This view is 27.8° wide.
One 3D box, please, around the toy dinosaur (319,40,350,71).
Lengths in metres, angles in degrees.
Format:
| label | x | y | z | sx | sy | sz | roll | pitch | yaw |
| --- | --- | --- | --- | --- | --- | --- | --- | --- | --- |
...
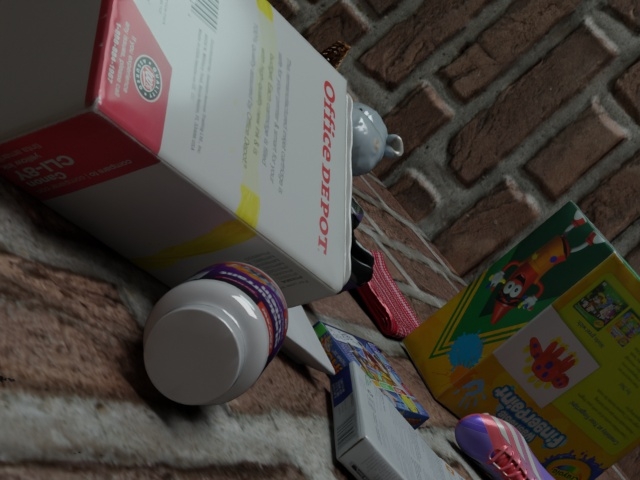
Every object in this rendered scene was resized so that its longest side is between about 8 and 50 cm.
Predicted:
| label | x | y | z | sx | sy | sz | roll | pitch | yaw |
| --- | --- | --- | --- | --- | --- | --- | --- | --- | --- |
| toy dinosaur | -0.080 | -0.243 | 2.029 | 0.218 | 0.322 | 0.164 | 0 | 51 | -43 |

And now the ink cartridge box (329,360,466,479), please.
| label | x | y | z | sx | sy | sz | roll | pitch | yaw |
| --- | --- | --- | --- | --- | --- | --- | --- | --- | --- |
| ink cartridge box | 0.099 | 0.263 | 1.460 | 0.224 | 0.045 | 0.223 | 47 | 9 | -12 |

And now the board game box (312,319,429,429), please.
| label | x | y | z | sx | sy | sz | roll | pitch | yaw |
| --- | --- | --- | --- | --- | --- | --- | --- | --- | --- |
| board game box | 0.061 | 0.178 | 1.675 | 0.136 | 0.035 | 0.201 | 52 | 10 | 24 |

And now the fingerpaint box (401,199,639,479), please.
| label | x | y | z | sx | sy | sz | roll | pitch | yaw |
| --- | --- | --- | --- | --- | --- | --- | --- | --- | --- |
| fingerpaint box | 0.418 | 0.200 | 2.204 | 0.445 | 0.371 | 0.163 | 40 | 14 | -39 |

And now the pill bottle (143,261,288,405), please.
| label | x | y | z | sx | sy | sz | roll | pitch | yaw |
| --- | --- | --- | --- | --- | --- | --- | --- | --- | --- |
| pill bottle | -0.092 | 0.082 | 1.121 | 0.108 | 0.108 | 0.193 | 48 | 9 | -1 |

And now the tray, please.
| label | x | y | z | sx | sy | sz | roll | pitch | yaw |
| --- | --- | --- | --- | --- | --- | --- | --- | --- | --- |
| tray | -0.073 | 0.057 | 1.571 | 0.145 | 0.030 | 0.270 | 41 | 12 | -35 |

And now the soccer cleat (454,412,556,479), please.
| label | x | y | z | sx | sy | sz | roll | pitch | yaw |
| --- | --- | --- | --- | --- | --- | --- | --- | --- | --- |
| soccer cleat | 0.292 | 0.349 | 1.924 | 0.248 | 0.083 | 0.095 | 47 | 13 | -26 |

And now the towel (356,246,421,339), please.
| label | x | y | z | sx | sy | sz | roll | pitch | yaw |
| --- | --- | --- | --- | --- | --- | --- | --- | --- | --- |
| towel | 0.107 | 0.086 | 2.230 | 0.199 | 0.031 | 0.275 | 60 | 11 | 16 |

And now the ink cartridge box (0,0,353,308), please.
| label | x | y | z | sx | sy | sz | roll | pitch | yaw |
| --- | --- | --- | --- | --- | --- | --- | --- | --- | --- |
| ink cartridge box | -0.135 | -0.123 | 1.281 | 0.384 | 0.160 | 0.279 | 39 | 44 | -45 |

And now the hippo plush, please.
| label | x | y | z | sx | sy | sz | roll | pitch | yaw |
| --- | --- | --- | --- | --- | --- | --- | --- | --- | --- |
| hippo plush | 0.024 | -0.087 | 1.974 | 0.234 | 0.236 | 0.294 | 49 | 9 | 7 |

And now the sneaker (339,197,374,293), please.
| label | x | y | z | sx | sy | sz | roll | pitch | yaw |
| --- | --- | --- | --- | --- | --- | --- | --- | --- | --- |
| sneaker | -0.010 | -0.054 | 1.727 | 0.107 | 0.124 | 0.283 | -76 | 147 | -54 |
